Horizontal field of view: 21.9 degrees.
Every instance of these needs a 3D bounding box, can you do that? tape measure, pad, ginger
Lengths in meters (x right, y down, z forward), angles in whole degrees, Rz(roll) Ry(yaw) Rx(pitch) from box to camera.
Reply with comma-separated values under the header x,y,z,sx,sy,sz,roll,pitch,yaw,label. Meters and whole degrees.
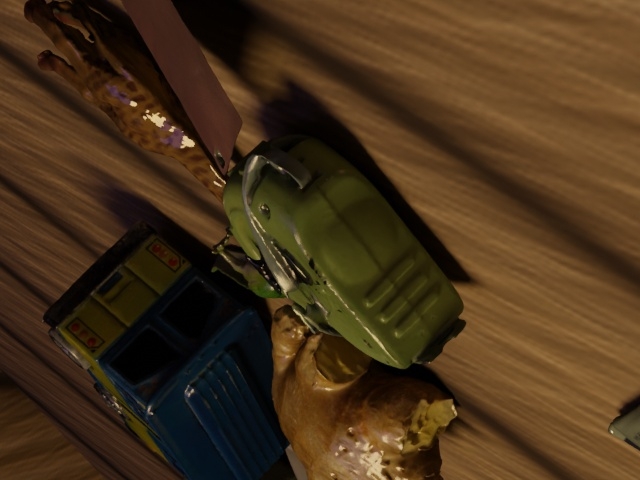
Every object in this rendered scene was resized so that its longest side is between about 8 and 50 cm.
x,y,z,sx,sy,sz,roll,pitch,yaw,label
0.000,0.000,1.132,0.177,0.087,0.154,53,165,-18,tape measure
-0.102,-0.138,1.089,0.187,0.006,0.113,59,165,9,pad
0.035,0.151,1.367,0.216,0.102,0.157,39,135,29,ginger

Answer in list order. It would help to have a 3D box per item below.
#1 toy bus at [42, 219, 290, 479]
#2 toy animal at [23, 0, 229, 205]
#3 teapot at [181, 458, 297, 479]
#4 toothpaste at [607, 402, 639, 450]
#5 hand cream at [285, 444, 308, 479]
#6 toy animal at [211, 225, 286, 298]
x,y,z,sx,sy,sz,roll,pitch,yaw,label
-0.131,0.127,1.580,0.175,0.138,0.287,37,165,26,toy bus
-0.119,-0.085,1.251,0.275,0.054,0.149,40,164,7,toy animal
-0.056,0.315,1.877,0.149,0.162,0.239,15,173,34,teapot
0.217,0.108,0.998,0.062,0.037,0.216,39,165,12,toothpaste
0.051,0.326,1.747,0.140,0.089,0.314,20,147,47,hand cream
-0.066,0.015,1.375,0.075,0.041,0.217,44,167,-26,toy animal
